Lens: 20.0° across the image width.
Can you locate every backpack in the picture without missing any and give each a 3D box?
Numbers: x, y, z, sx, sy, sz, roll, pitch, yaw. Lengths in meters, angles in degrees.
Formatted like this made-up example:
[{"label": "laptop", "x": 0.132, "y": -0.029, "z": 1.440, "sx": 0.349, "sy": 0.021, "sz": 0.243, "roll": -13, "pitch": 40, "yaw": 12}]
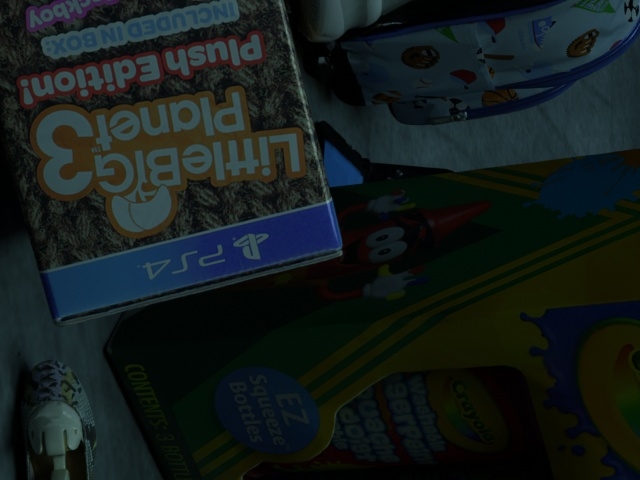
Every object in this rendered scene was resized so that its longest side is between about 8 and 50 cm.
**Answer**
[{"label": "backpack", "x": 0.133, "y": -0.221, "z": 1.432, "sx": 0.213, "sy": 0.263, "sz": 0.276, "roll": 49, "pitch": 40, "yaw": -54}]

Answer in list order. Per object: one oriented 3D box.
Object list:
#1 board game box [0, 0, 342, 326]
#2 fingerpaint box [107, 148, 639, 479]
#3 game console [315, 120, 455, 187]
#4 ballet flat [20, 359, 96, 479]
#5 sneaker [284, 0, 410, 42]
[{"label": "board game box", "x": -0.098, "y": -0.139, "z": 0.910, "sx": 0.232, "sy": 0.141, "sz": 0.291, "roll": -110, "pitch": -174, "yaw": -75}, {"label": "fingerpaint box", "x": 0.124, "y": 0.179, "z": 1.163, "sx": 0.163, "sy": 0.371, "sz": 0.445, "roll": -67, "pitch": 144, "yaw": -50}, {"label": "game console", "x": 0.051, "y": -0.010, "z": 1.418, "sx": 0.085, "sy": 0.124, "sz": 0.144, "roll": 99, "pitch": -4, "yaw": -66}, {"label": "ballet flat", "x": -0.139, "y": 0.121, "z": 0.967, "sx": 0.041, "sy": 0.041, "sz": 0.114, "roll": 4, "pitch": 82, "yaw": -67}, {"label": "sneaker", "x": 0.028, "y": -0.169, "z": 0.939, "sx": 0.281, "sy": 0.115, "sz": 0.105, "roll": -108, "pitch": -176, "yaw": -64}]
